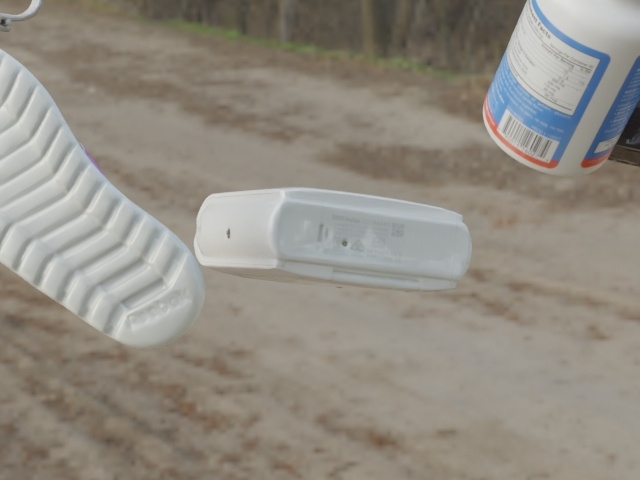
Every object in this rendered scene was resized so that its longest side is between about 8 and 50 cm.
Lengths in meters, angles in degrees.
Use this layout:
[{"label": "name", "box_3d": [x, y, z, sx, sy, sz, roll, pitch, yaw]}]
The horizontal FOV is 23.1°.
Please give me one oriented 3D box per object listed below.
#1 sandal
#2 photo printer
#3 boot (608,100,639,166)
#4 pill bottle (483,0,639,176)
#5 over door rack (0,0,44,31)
[{"label": "sandal", "box_3d": [-0.287, -0.040, 1.633, 0.169, 0.416, 0.102, -44, -10, 3]}, {"label": "photo printer", "box_3d": [0.000, 0.000, 1.877, 0.256, 0.107, 0.307, 7, -3, -23]}, {"label": "boot", "box_3d": [0.395, -0.190, 1.473, 0.264, 0.280, 0.096, 14, -10, 13]}, {"label": "pill bottle", "box_3d": [0.228, -0.172, 1.327, 0.124, 0.221, 0.124, 11, 44, -11]}, {"label": "over door rack", "box_3d": [-0.425, -0.216, 1.293, 0.324, 0.108, 0.239, -8, 8, -35]}]
